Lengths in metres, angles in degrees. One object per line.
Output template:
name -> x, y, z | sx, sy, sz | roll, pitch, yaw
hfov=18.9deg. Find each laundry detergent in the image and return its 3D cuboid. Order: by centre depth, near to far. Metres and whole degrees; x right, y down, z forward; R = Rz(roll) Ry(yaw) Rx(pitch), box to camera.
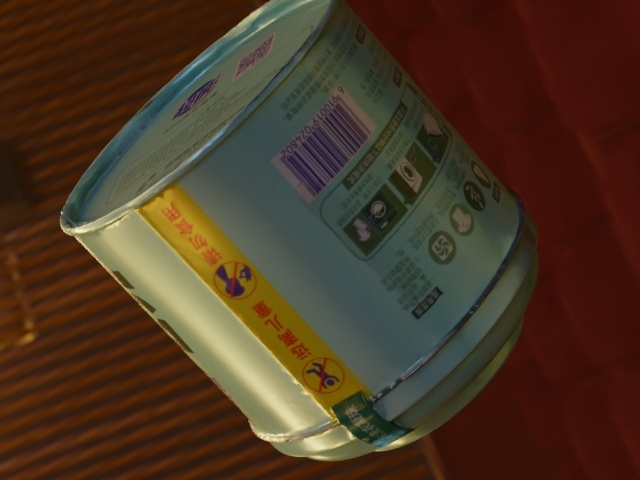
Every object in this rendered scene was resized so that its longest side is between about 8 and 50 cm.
laundry detergent -> 0.000, 0.000, 1.519 | 0.305, 0.287, 0.287 | 48, -160, -17
